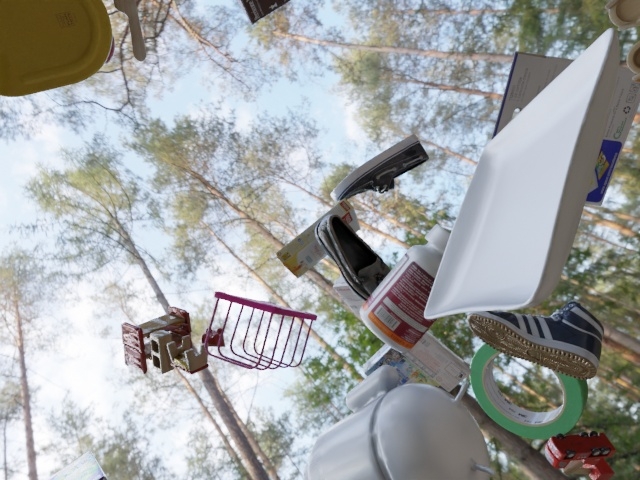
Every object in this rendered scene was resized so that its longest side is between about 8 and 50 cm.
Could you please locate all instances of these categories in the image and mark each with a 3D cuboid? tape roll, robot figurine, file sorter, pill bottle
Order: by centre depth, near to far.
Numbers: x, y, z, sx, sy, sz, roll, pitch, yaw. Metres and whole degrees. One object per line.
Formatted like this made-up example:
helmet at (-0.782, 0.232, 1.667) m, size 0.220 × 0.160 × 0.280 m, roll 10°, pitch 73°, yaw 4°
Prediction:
robot figurine at (0.118, 0.360, 0.704) m, size 0.199 × 0.300 × 0.353 m, roll 15°, pitch -47°, yaw -37°
pill bottle at (0.183, 0.087, 0.813) m, size 0.121 × 0.121 × 0.221 m, roll 29°, pitch -77°, yaw -40°
file sorter at (-0.174, 0.276, 1.314) m, size 0.290 × 0.201 × 0.183 m, roll 31°, pitch -108°, yaw -64°
tape roll at (0.622, 0.431, 1.339) m, size 0.077 × 0.321 × 0.322 m, roll -15°, pitch -62°, yaw -47°

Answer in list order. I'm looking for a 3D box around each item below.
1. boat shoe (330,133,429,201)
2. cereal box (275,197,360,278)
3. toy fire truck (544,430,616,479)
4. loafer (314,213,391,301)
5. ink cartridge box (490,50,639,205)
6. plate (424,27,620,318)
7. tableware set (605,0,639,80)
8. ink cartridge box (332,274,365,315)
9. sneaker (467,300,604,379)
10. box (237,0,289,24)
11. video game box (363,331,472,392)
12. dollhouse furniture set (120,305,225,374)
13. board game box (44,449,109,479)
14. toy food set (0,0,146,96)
boat shoe at (0.173, -0.184, 1.271) m, size 0.301 × 0.108 × 0.102 m, roll -33°, pitch -95°, yaw -4°
cereal box at (0.000, 0.000, 1.226) m, size 0.240 × 0.047 × 0.173 m, roll -38°, pitch -21°, yaw -2°
toy fire truck at (0.575, 0.484, 0.979) m, size 0.191 × 0.047 × 0.135 m, roll 1°, pitch -57°, yaw -12°
loafer at (0.091, 0.051, 1.015) m, size 0.096 × 0.084 × 0.267 m, roll -42°, pitch -91°, yaw -23°
ink cartridge box at (0.531, -0.245, 0.996) m, size 0.306 × 0.072 × 0.304 m, roll 7°, pitch -68°, yaw -2°
plate at (0.219, -0.038, 0.500) m, size 0.045 × 0.277 × 0.278 m, roll 24°, pitch -103°, yaw 0°
tableware set at (0.545, -0.343, 0.688) m, size 0.020 × 0.141 × 0.169 m, roll -25°, pitch -87°, yaw -59°
ink cartridge box at (0.118, 0.164, 1.345) m, size 0.135 × 0.099 × 0.056 m, roll 51°, pitch -127°, yaw -24°
sneaker at (0.501, 0.199, 1.029) m, size 0.153 × 0.282 × 0.099 m, roll -44°, pitch -42°, yaw -32°
box at (-0.146, -0.696, 1.097) m, size 0.203 × 0.168 × 0.167 m, roll -31°, pitch -96°, yaw 4°
video game box at (0.246, 0.329, 1.130) m, size 0.205 × 0.048 × 0.187 m, roll 40°, pitch -78°, yaw -10°
dollhouse furniture set at (-0.450, 0.343, 1.416) m, size 0.201 × 0.373 × 0.152 m, roll -16°, pitch -70°, yaw -51°
board game box at (-0.648, 0.710, 1.210) m, size 0.142 × 0.275 × 0.145 m, roll -31°, pitch -80°, yaw -35°
toy food set at (-0.315, -0.245, 0.513) m, size 0.217 × 0.071 × 0.128 m, roll -19°, pitch -66°, yaw -13°
